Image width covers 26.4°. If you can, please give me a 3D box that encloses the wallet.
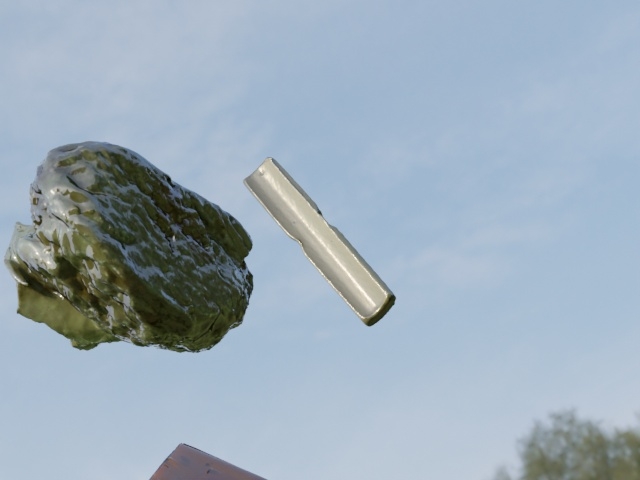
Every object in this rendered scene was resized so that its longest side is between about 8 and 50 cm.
[{"bbox_3d":[-0.135,0.326,1.703,0.195,0.161,0.042,-57,-8,-75],"label":"wallet"}]

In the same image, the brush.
[{"bbox_3d":[0.000,0.000,1.703,0.054,0.282,0.048,-43,-31,3],"label":"brush"}]

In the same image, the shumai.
[{"bbox_3d":[-0.206,0.032,1.318,0.218,0.189,0.256,-25,-44,32],"label":"shumai"}]
